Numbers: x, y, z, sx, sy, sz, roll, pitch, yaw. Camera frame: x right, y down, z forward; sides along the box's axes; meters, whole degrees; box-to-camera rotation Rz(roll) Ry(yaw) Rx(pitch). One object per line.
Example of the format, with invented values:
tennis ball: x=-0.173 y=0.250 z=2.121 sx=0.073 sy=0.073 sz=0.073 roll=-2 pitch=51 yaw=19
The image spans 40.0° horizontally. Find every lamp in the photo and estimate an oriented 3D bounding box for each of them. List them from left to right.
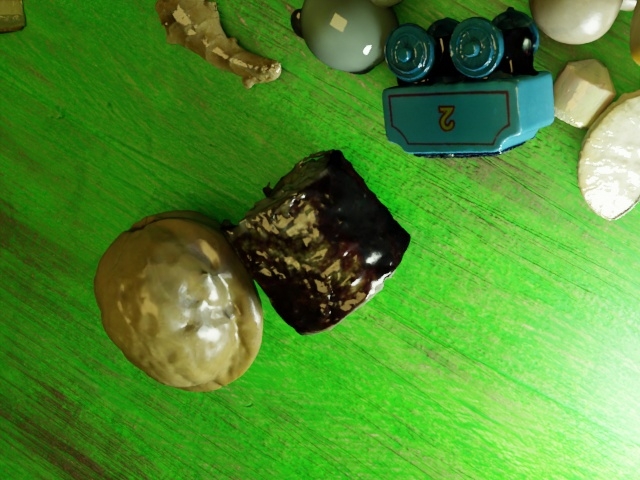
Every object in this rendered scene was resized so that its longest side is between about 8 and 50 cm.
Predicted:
lamp: x=0.074 y=-0.435 z=1.667 sx=0.198 sy=0.198 sz=0.244 roll=45 pitch=120 yaw=2

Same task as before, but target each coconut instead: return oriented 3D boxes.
coconut: x=0.483 y=-0.277 z=1.621 sx=0.116 sy=0.116 sz=0.122 roll=31 pitch=110 yaw=8

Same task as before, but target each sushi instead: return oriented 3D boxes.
sushi: x=-0.001 y=-0.001 z=1.749 sx=0.299 sy=0.281 sz=0.294 roll=-36 pitch=98 yaw=6

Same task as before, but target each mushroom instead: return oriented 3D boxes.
mushroom: x=0.478 y=-0.449 z=1.559 sx=0.204 sy=0.204 sz=0.204 roll=4 pitch=105 yaw=16

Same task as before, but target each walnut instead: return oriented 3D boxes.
walnut: x=-0.294 y=0.121 z=1.850 sx=0.383 sy=0.383 sz=0.384 roll=4 pitch=105 yaw=16

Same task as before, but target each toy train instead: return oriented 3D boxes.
toy train: x=0.261 y=-0.284 z=1.630 sx=0.300 sy=0.188 sz=0.265 roll=4 pitch=108 yaw=39

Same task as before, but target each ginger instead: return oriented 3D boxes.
ginger: x=-0.209 y=-0.420 z=1.827 sx=0.294 sy=0.086 sz=0.131 roll=31 pitch=102 yaw=-1

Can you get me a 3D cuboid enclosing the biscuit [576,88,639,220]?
biscuit: x=0.570 y=-0.153 z=1.632 sx=0.188 sy=0.040 sz=0.266 roll=-4 pitch=121 yaw=-4

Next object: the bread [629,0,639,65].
bread: x=0.722 y=-0.378 z=1.442 sx=0.376 sy=0.253 sz=0.348 roll=24 pitch=99 yaw=4

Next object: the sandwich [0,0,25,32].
sandwich: x=-0.778 y=-0.528 z=2.011 sx=0.187 sy=0.144 sz=0.117 roll=-9 pitch=104 yaw=-17
